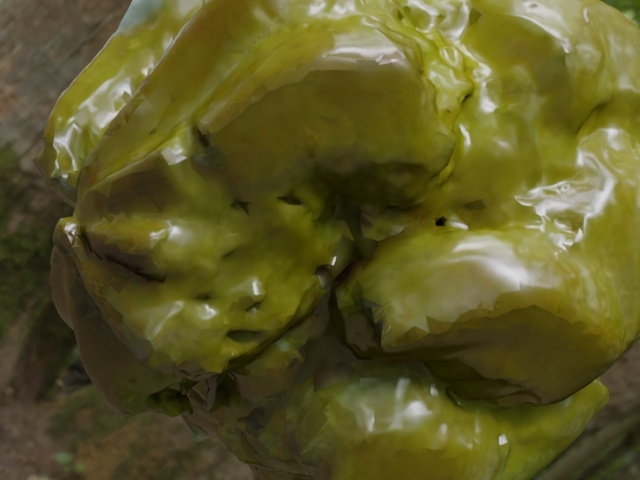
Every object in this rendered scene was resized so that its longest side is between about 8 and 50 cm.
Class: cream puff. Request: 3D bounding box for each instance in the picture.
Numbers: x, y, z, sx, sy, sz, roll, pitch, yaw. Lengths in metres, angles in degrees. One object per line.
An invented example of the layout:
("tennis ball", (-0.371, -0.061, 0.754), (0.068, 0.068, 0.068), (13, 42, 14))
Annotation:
("cream puff", (0.000, 0.000, 0.658), (0.378, 0.378, 0.275), (55, 32, 8))
